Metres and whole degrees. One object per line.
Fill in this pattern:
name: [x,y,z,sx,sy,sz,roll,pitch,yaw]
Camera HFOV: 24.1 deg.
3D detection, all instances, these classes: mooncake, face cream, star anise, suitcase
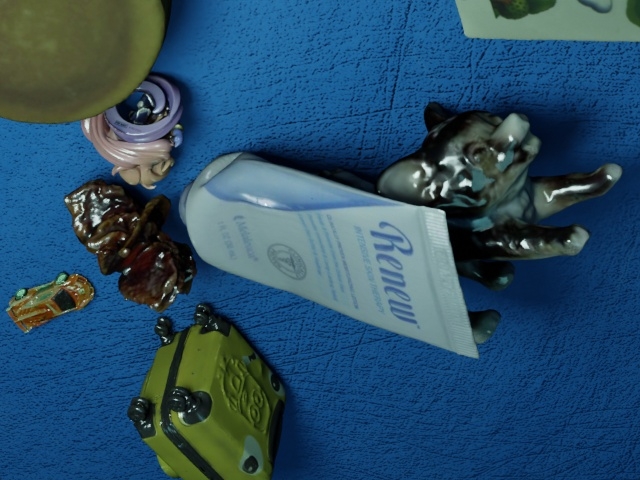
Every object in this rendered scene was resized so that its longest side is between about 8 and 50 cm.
mooncake: [-0.306,-0.280,1.670,0.284,0.155,0.284,0,129,0]
face cream: [0.000,0.000,1.815,0.420,0.137,0.234,18,139,35]
star anise: [-0.229,0.001,1.898,0.126,0.220,0.190,-40,135,-8]
suitcase: [-0.160,0.234,2.097,0.143,0.194,0.235,-18,129,27]

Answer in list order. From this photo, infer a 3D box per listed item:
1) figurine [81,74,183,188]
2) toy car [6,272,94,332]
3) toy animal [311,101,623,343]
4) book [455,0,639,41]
figurine: [-0.228,-0.121,1.837,0.126,0.114,0.157,18,133,6]
toy car: [-0.371,0.085,2.073,0.122,0.035,0.059,-19,124,20]
toy animal: [0.151,-0.048,1.826,0.303,0.194,0.344,33,139,-4]
book: [0.302,-0.318,1.603,0.371,0.043,0.260,4,141,25]
